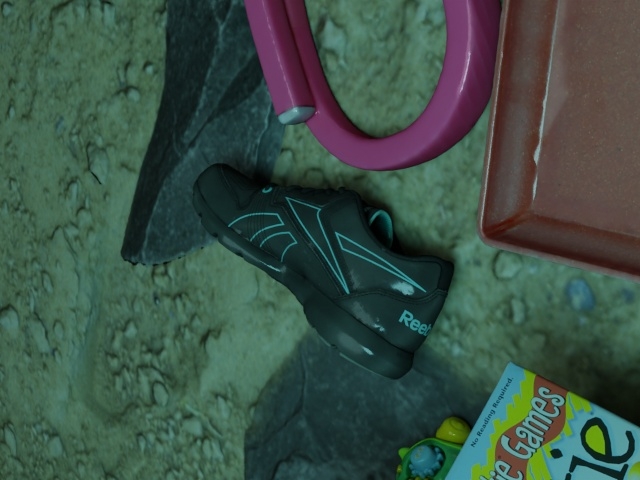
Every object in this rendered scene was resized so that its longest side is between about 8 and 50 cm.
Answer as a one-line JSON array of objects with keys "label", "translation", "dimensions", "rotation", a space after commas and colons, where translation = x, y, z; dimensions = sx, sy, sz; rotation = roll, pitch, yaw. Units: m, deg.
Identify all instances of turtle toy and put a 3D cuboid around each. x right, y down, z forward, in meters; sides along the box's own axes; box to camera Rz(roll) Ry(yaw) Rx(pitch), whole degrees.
[{"label": "turtle toy", "translation": [0.102, 0.203, 0.751], "dimensions": [0.130, 0.066, 0.095], "rotation": [41, 122, 31]}]

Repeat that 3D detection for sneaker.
[{"label": "sneaker", "translation": [0.000, 0.000, 0.818], "dimensions": [0.267, 0.101, 0.106], "rotation": [39, 100, 32]}]

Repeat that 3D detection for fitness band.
[{"label": "fitness band", "translation": [0.031, -0.197, 0.772], "dimensions": [0.209, 0.054, 0.291], "rotation": [-21, 83, 42]}]

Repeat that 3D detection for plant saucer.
[{"label": "plant saucer", "translation": [0.227, -0.099, 0.606], "dimensions": [0.259, 0.048, 0.258], "rotation": [16, 107, 42]}]

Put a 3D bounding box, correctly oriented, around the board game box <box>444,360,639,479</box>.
[{"label": "board game box", "translation": [0.211, 0.204, 0.566], "dimensions": [0.275, 0.142, 0.144], "rotation": [26, 84, 38]}]
